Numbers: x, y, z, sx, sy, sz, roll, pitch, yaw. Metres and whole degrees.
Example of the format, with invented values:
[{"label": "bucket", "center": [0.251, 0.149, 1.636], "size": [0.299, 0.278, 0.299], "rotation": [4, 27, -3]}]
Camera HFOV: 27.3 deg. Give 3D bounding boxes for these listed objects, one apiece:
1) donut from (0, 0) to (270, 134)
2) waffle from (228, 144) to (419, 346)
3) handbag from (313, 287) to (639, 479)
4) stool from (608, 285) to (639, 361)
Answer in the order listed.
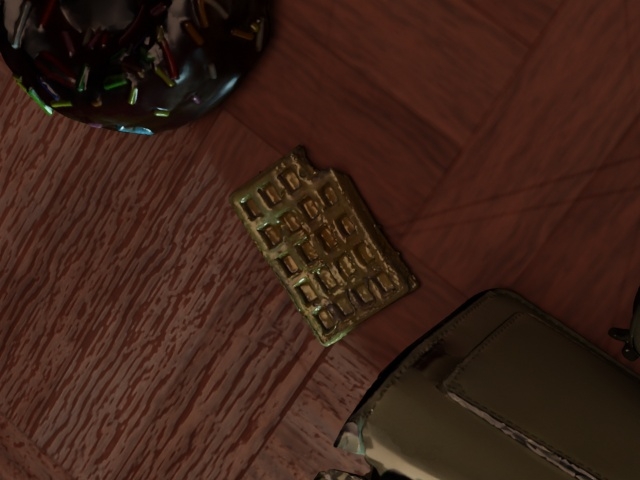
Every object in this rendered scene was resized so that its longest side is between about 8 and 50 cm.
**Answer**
[{"label": "donut", "center": [-0.149, -0.188, 0.942], "size": [0.235, 0.089, 0.235], "rotation": [5, 102, 25]}, {"label": "waffle", "center": [0.000, 0.000, 0.945], "size": [0.092, 0.021, 0.135], "rotation": [-34, 86, 26]}, {"label": "handbag", "center": [0.187, 0.199, 0.778], "size": [0.358, 0.236, 0.160], "rotation": [32, 108, 16]}, {"label": "stool", "center": [0.273, 0.046, 0.778], "size": [0.217, 0.121, 0.125], "rotation": [-5, 110, 23]}]
